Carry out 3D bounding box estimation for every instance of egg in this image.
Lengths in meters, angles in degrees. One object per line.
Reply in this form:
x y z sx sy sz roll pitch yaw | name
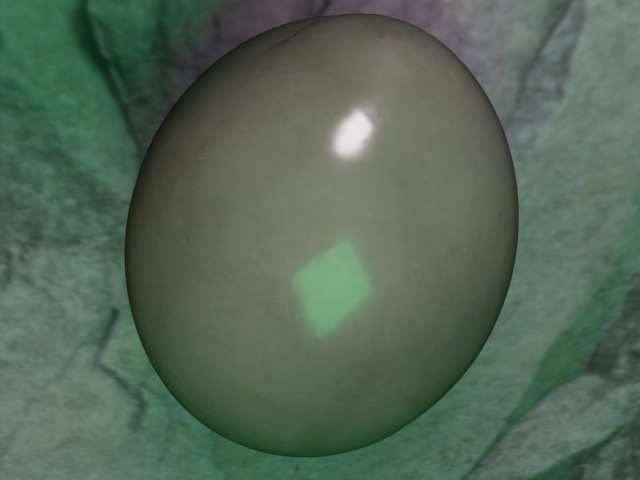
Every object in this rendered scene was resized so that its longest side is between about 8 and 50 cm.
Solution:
0.000 0.000 0.747 0.186 0.187 0.253 9 140 -13 | egg
